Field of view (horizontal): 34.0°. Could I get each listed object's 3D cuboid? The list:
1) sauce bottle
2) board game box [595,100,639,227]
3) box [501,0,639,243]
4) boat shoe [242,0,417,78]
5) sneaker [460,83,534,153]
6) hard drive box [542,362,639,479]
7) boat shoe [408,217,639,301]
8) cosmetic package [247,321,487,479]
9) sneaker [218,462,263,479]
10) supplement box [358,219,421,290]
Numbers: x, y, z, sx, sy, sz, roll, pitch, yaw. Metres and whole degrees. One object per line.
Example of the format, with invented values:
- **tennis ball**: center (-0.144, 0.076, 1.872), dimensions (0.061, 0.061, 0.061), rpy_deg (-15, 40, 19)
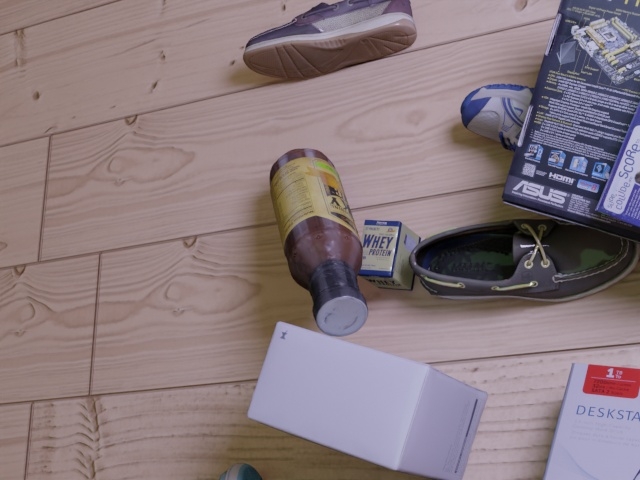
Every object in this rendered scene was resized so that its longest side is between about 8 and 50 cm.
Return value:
- **sauce bottle**: center (0.000, 0.000, 1.475), dimensions (0.111, 0.111, 0.344), rpy_deg (-34, 37, 14)
- **board game box**: center (0.420, -0.104, 1.207), dimensions (0.136, 0.035, 0.201), rpy_deg (24, 101, 20)
- **box**: center (0.453, -0.141, 1.264), dimensions (0.394, 0.097, 0.318), rpy_deg (18, 101, 22)
- **boat shoe**: center (0.013, -0.331, 1.663), dimensions (0.285, 0.103, 0.092), rpy_deg (-10, 64, 21)
- **sneaker**: center (0.311, -0.124, 1.424), dimensions (0.296, 0.112, 0.131), rpy_deg (18, 83, 32)
- **hard drive box**: center (0.364, 0.268, 1.224), dimensions (0.181, 0.089, 0.232), rpy_deg (2, 48, 28)
- **boat shoe**: center (0.269, 0.023, 1.406), dimensions (0.304, 0.091, 0.109), rpy_deg (-7, 70, 26)
- **cosmetic package**: center (0.066, 0.216, 1.371), dimensions (0.224, 0.224, 0.138), rpy_deg (13, 80, 31)
- **sneaker**: center (-0.171, 0.480, 1.466), dimensions (0.208, 0.127, 0.319), rpy_deg (-12, 67, 23)
- **supplement box**: center (0.098, 0.021, 1.502), dimensions (0.056, 0.083, 0.083), rpy_deg (3, 74, 29)
